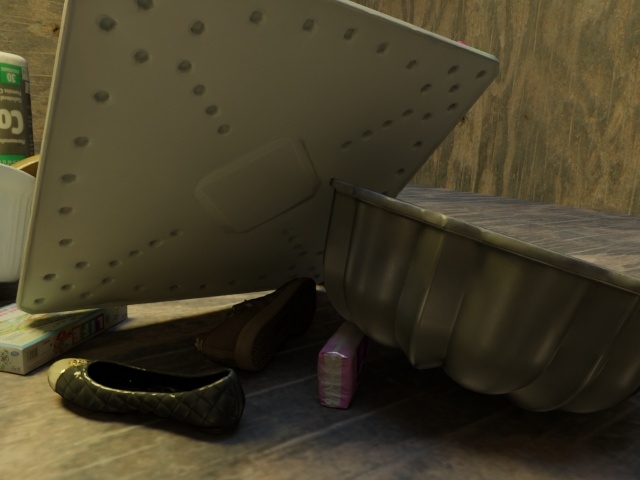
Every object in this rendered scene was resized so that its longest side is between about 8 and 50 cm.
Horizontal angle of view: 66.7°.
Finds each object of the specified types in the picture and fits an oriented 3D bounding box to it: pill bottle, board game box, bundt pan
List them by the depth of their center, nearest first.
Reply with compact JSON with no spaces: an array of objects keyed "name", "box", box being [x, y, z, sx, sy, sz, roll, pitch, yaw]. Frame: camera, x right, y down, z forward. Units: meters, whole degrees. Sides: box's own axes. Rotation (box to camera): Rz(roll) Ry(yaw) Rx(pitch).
[{"name":"bundt pan","box":[0.146,0.048,0.461,0.331,0.124,0.331,18,8,-3]},{"name":"board game box","box":[-0.067,-0.068,0.495,0.390,0.390,0.050,-1,52,-38]},{"name":"board game box","box":[-0.297,0.090,0.518,0.104,0.026,0.154,6,12,13]},{"name":"pill bottle","box":[-0.717,-0.206,1.020,0.204,0.360,0.204,2,12,0]}]

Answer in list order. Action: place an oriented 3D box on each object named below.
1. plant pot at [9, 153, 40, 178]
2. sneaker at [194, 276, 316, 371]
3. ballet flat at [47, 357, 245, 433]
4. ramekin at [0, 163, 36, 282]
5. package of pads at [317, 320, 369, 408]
[{"name":"plant pot","box":[-0.481,-0.071,0.826,0.032,0.236,0.236,47,23,8]},{"name":"sneaker","box":[-0.062,0.078,0.530,0.071,0.066,0.188,6,12,19]},{"name":"ballet flat","box":[-0.140,0.112,0.390,0.173,0.049,0.057,5,11,13]},{"name":"ramekin","box":[-0.486,-0.015,0.563,0.277,0.135,0.277,-1,-5,0]},{"name":"package of pads","box":[0.022,0.109,0.441,0.032,0.050,0.083,7,13,17]}]
